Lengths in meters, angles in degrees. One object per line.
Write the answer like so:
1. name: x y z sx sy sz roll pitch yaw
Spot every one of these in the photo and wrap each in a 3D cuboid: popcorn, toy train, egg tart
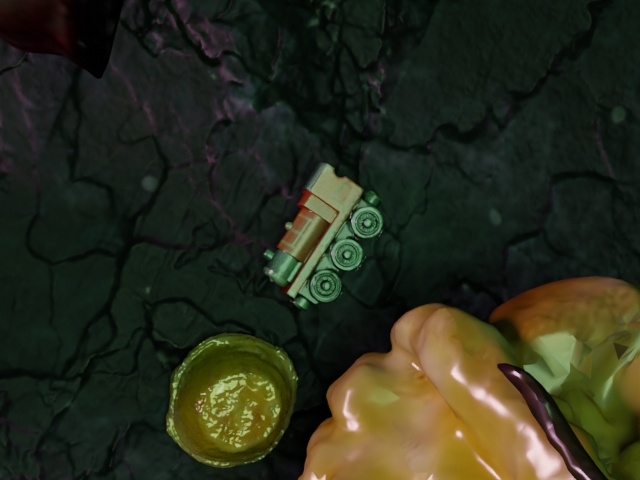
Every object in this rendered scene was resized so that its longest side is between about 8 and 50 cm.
1. popcorn: 0.158 0.181 0.787 0.349 0.382 0.349 2 79 -9
2. toy train: 0.000 0.000 0.880 0.064 0.044 0.103 34 85 -12
3. egg tart: -0.062 0.119 0.878 0.105 0.039 0.105 -2 98 -16

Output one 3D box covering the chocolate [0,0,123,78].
1. chocolate: -0.191 -0.242 0.694 0.186 0.283 0.284 8 94 -13
